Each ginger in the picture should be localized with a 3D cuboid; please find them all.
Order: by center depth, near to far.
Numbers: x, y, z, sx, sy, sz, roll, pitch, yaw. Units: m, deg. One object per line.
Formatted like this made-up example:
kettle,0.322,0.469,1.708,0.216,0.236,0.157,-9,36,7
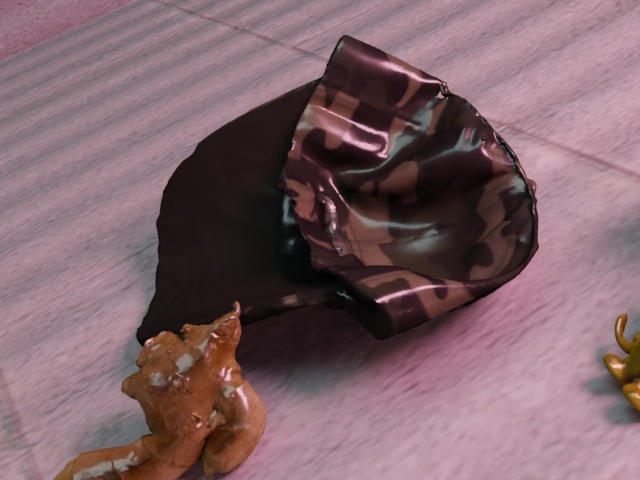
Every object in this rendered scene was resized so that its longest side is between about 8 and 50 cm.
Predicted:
ginger,-0.139,0.152,0.692,0.214,0.133,0.059,-27,-9,1

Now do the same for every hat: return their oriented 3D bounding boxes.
hat,0.000,0.000,0.844,0.382,0.257,0.366,-39,34,40

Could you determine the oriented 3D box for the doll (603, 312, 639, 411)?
doll,0.301,0.047,0.612,0.188,0.096,0.145,-34,30,37
